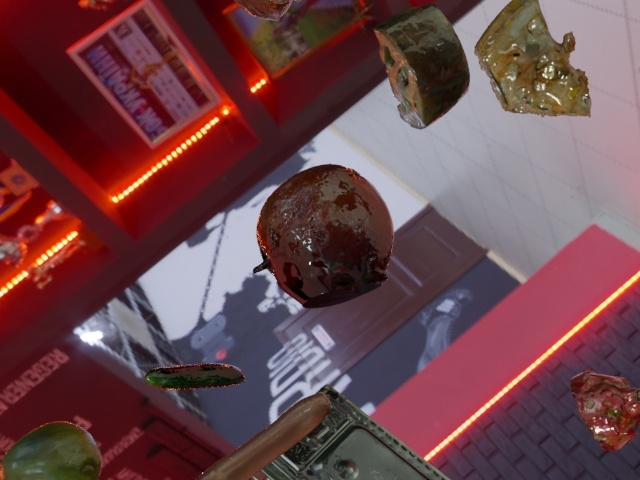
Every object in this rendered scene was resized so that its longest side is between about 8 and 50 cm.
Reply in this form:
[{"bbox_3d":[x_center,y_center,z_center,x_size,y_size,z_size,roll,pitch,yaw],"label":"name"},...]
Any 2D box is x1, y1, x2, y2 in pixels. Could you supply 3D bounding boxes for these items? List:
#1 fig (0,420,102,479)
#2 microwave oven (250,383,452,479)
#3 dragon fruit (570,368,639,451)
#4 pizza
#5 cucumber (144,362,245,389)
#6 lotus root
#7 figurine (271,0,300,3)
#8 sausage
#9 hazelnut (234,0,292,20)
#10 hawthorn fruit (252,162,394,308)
[{"bbox_3d":[-0.556,0.467,1.361,0.181,0.190,0.181,13,105,61],"label":"fig"},{"bbox_3d":[0.063,0.552,1.295,0.394,0.247,0.333,33,136,24],"label":"microwave oven"},{"bbox_3d":[0.536,0.291,1.181,0.153,0.110,0.153,35,-142,-33],"label":"dragon fruit"},{"bbox_3d":[0.436,-0.337,1.317,0.297,0.189,0.071,48,-174,-23],"label":"pizza"},{"bbox_3d":[-0.253,0.280,1.362,0.056,0.056,0.284,48,-162,31],"label":"cucumber"},{"bbox_3d":[0.184,-0.294,1.157,0.138,0.119,0.235,56,178,31],"label":"lotus root"},{"bbox_3d":[-0.067,-0.359,0.813,0.143,0.101,0.068,34,-158,-16],"label":"figurine"},{"bbox_3d":[-0.066,0.244,0.783,0.043,0.186,0.043,50,162,23],"label":"sausage"},{"bbox_3d":[-0.131,-0.542,1.298,0.181,0.181,0.212,11,-167,-27],"label":"hazelnut"},{"bbox_3d":[0.016,-0.005,1.385,0.316,0.316,0.316,50,177,4],"label":"hawthorn fruit"}]
